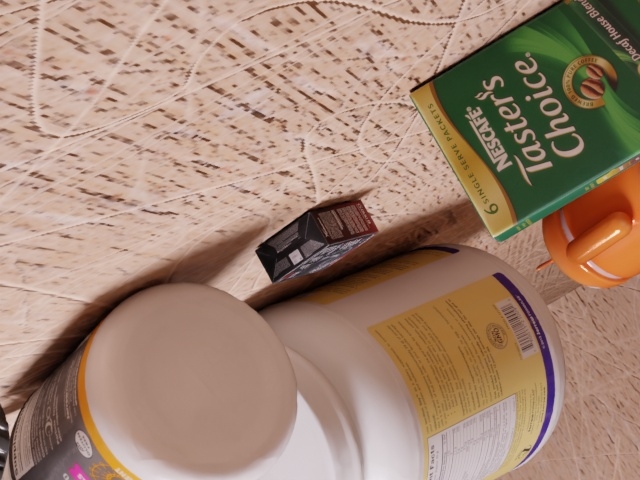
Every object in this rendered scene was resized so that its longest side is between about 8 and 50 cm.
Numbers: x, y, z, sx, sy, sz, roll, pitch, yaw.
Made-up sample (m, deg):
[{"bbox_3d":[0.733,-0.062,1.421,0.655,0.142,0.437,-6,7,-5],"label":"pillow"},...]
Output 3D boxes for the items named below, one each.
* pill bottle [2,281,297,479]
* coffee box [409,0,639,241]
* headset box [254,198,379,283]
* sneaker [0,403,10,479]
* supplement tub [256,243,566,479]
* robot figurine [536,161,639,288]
[{"bbox_3d":[-0.143,0.151,1.411,0.162,0.162,0.278,-23,169,-35],"label":"pill bottle"},{"bbox_3d":[0.162,-0.091,1.185,0.184,0.113,0.040,-29,172,8],"label":"coffee box"},{"bbox_3d":[0.000,0.000,1.428,0.062,0.032,0.083,-35,170,33],"label":"headset box"},{"bbox_3d":[-0.332,0.193,1.333,0.107,0.124,0.283,31,106,-32],"label":"sneaker"},{"bbox_3d":[0.047,0.151,1.740,0.331,0.241,0.241,-20,167,-45],"label":"supplement tub"},{"bbox_3d":[0.321,-0.031,1.942,0.128,0.158,0.219,28,136,-27],"label":"robot figurine"}]
